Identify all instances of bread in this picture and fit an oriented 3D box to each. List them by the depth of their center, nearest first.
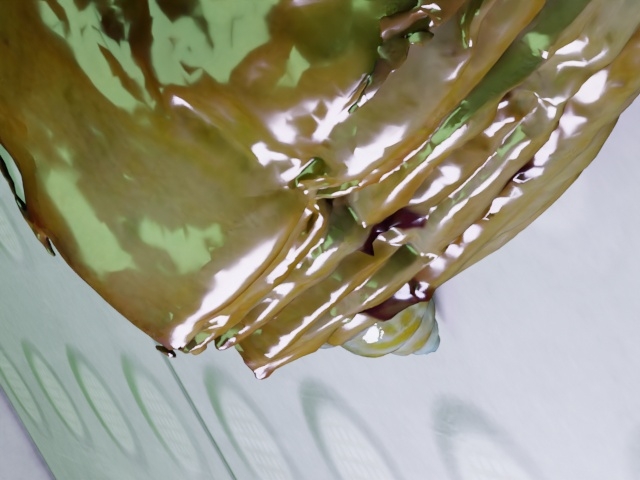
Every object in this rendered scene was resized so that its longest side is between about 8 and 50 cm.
[{"bbox_3d":[-0.031,-0.099,0.717,0.277,0.167,0.324,49,142,7],"label":"bread"}]

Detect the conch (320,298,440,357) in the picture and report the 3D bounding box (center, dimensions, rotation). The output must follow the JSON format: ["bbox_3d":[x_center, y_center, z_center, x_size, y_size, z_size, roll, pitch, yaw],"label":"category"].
[{"bbox_3d":[0.000,-0.008,1.010,0.116,0.106,0.173,-86,-14,-83],"label":"conch"}]
